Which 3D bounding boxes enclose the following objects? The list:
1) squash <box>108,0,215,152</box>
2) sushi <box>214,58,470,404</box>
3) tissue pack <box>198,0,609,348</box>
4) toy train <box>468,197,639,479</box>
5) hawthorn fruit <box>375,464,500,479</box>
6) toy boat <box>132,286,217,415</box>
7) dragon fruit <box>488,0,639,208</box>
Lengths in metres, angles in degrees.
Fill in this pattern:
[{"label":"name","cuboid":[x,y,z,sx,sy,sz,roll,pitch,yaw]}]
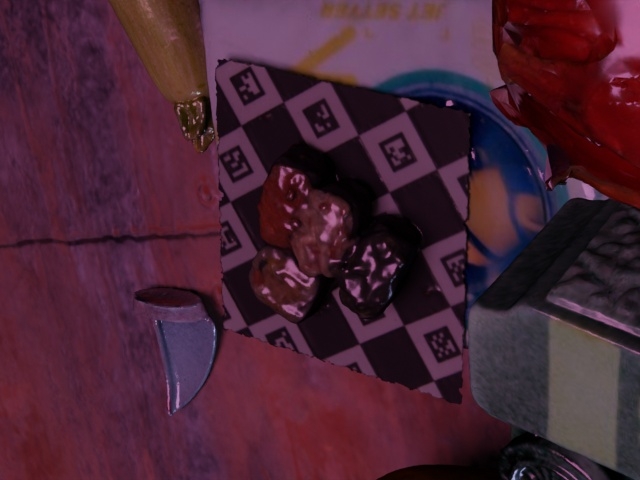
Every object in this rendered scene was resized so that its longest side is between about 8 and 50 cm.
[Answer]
[{"label":"squash","cuboid":[-0.132,-0.180,1.603,0.094,0.094,0.224,-9,107,39]},{"label":"sushi","cuboid":[0.000,0.000,1.389,0.220,0.047,0.231,15,119,30]},{"label":"tissue pack","cuboid":[0.111,-0.068,1.412,0.388,0.162,0.287,5,110,35]},{"label":"toy train","cuboid":[0.232,0.103,1.172,0.299,0.167,0.238,23,139,27]},{"label":"hawthorn fruit","cuboid":[0.104,0.300,1.505,0.301,0.268,0.267,24,120,31]},{"label":"toy boat","cuboid":[-0.125,0.105,1.752,0.096,0.034,0.122,7,119,36]},{"label":"dragon fruit","cuboid":[0.240,-0.156,1.087,0.302,0.295,0.295,-7,104,8]}]
